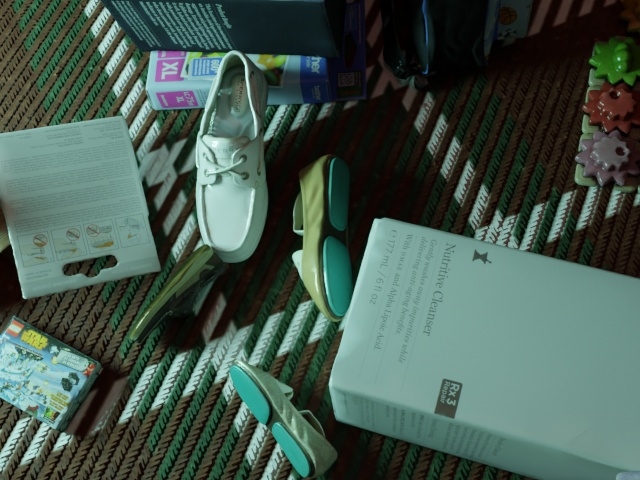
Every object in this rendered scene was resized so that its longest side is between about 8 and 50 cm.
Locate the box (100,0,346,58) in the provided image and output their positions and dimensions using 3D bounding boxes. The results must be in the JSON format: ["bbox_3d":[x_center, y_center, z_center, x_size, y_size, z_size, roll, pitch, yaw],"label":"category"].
[{"bbox_3d":[-0.111,-0.418,1.085,0.294,0.183,0.296,4,79,7],"label":"box"}]

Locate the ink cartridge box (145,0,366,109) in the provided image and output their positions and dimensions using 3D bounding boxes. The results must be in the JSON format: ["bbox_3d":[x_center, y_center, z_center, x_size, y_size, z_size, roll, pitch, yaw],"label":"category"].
[{"bbox_3d":[-0.089,-0.286,1.185,0.311,0.065,0.186,0,65,3],"label":"ink cartridge box"}]

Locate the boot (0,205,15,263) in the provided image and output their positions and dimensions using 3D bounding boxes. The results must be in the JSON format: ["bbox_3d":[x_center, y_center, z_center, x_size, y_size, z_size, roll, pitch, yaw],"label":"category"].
[{"bbox_3d":[-0.493,0.000,1.084,0.197,0.073,0.152,-34,64,-19],"label":"boot"}]

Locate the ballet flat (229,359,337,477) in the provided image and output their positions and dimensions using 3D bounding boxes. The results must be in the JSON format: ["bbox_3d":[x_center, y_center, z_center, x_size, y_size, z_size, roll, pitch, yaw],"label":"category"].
[{"bbox_3d":[-0.043,0.204,0.958,0.052,0.057,0.168,-23,65,-37],"label":"ballet flat"}]

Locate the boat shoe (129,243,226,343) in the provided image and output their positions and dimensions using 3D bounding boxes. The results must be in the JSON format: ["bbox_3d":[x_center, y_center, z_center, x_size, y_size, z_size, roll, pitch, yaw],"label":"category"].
[{"bbox_3d":[-0.178,0.074,1.023,0.049,0.056,0.152,42,79,-12],"label":"boat shoe"}]

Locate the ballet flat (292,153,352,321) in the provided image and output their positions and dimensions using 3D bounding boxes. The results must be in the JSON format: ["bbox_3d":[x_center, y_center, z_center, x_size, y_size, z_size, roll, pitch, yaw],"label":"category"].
[{"bbox_3d":[0.000,0.000,1.043,0.073,0.080,0.232,-15,58,30],"label":"ballet flat"}]

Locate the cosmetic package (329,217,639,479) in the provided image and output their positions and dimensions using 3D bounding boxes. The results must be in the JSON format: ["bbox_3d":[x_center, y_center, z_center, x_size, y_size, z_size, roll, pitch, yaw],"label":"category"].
[{"bbox_3d":[0.222,0.136,0.899,0.384,0.156,0.217,11,64,12],"label":"cosmetic package"}]

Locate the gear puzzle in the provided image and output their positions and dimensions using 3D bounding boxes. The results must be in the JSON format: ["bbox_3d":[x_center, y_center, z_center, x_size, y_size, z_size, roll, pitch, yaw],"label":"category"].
[{"bbox_3d":[0.453,-0.214,1.105,0.175,0.044,0.339,11,66,11],"label":"gear puzzle"}]

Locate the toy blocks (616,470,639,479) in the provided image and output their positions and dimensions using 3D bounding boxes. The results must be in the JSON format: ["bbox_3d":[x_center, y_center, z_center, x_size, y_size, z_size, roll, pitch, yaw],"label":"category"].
[{"bbox_3d":[0.234,0.357,0.745,0.288,0.309,0.260,-42,25,-6],"label":"toy blocks"}]

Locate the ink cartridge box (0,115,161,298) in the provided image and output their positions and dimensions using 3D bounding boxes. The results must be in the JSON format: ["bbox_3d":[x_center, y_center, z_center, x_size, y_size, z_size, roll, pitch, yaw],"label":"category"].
[{"bbox_3d":[-0.325,-0.044,1.078,0.181,0.056,0.225,-12,81,-22],"label":"ink cartridge box"}]

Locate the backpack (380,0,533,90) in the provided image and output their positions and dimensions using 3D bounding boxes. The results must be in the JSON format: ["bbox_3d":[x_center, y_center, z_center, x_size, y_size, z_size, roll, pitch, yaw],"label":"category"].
[{"bbox_3d":[0.182,-0.396,1.110,0.213,0.276,0.263,-9,57,-4],"label":"backpack"}]

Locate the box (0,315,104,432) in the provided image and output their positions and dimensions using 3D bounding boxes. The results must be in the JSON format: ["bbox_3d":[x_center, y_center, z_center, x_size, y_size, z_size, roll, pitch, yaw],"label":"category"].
[{"bbox_3d":[-0.351,0.165,1.011,0.137,0.027,0.094,25,71,16],"label":"box"}]

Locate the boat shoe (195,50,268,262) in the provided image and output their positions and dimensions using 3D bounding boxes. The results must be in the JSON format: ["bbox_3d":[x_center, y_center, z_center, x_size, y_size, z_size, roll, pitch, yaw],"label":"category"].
[{"bbox_3d":[-0.121,-0.112,1.059,0.098,0.096,0.277,-1,80,5],"label":"boat shoe"}]
